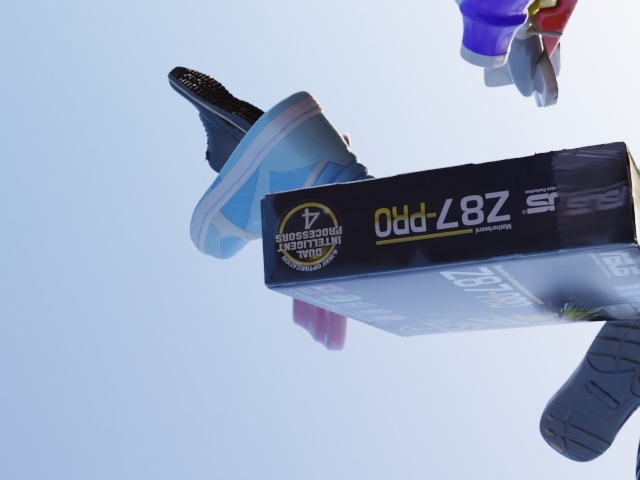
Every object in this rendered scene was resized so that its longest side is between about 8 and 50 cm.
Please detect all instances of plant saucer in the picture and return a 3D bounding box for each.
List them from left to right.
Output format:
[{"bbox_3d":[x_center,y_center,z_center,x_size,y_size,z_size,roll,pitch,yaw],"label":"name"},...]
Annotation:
[{"bbox_3d":[0.000,0.000,1.707,0.084,0.332,0.332,1,-138,-1],"label":"plant saucer"}]

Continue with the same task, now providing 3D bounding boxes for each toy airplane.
[{"bbox_3d":[0.363,-0.429,2.076,0.272,0.384,0.386,5,-177,-13],"label":"toy airplane"}]

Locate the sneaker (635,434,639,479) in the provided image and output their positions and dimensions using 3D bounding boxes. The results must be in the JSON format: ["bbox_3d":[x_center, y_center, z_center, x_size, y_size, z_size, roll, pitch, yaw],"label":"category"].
[{"bbox_3d":[0.329,0.146,0.782,0.108,0.271,0.100,14,-105,-13],"label":"sneaker"}]

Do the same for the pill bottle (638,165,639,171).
[{"bbox_3d":[0.657,-0.111,1.899,0.229,0.408,0.229,23,-169,-5],"label":"pill bottle"}]

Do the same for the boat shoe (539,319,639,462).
[{"bbox_3d":[0.402,0.151,1.464,0.123,0.324,0.116,44,-144,9],"label":"boat shoe"}]

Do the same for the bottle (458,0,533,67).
[{"bbox_3d":[0.239,-0.362,1.473,0.118,0.283,0.092,29,-138,26],"label":"bottle"}]

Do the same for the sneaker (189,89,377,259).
[{"bbox_3d":[-0.040,-0.021,1.465,0.208,0.319,0.127,47,-131,8],"label":"sneaker"}]

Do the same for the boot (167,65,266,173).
[{"bbox_3d":[-0.191,-0.192,1.921,0.198,0.137,0.077,35,-144,3],"label":"boot"}]

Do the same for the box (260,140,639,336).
[{"bbox_3d":[0.165,0.018,1.096,0.395,0.318,0.097,29,-125,-65],"label":"box"}]
